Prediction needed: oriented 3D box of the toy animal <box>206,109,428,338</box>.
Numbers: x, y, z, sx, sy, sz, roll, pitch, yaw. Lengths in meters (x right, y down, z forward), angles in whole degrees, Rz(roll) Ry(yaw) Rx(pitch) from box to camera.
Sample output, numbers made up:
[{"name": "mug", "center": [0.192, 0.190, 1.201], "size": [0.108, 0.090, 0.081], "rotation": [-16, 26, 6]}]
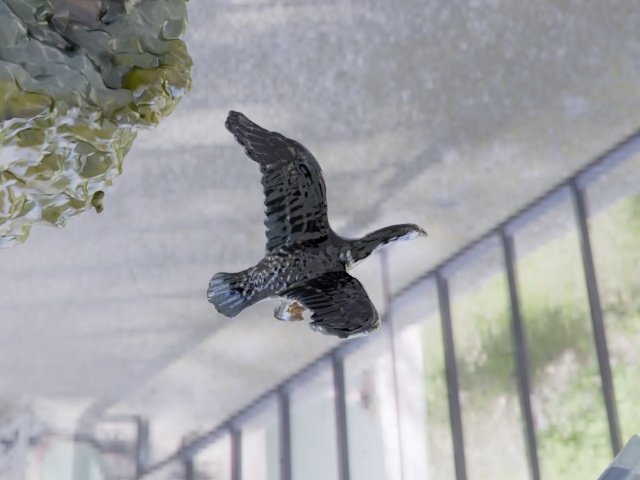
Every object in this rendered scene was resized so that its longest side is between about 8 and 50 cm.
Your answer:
[{"name": "toy animal", "center": [-0.003, 0.008, 1.505], "size": [0.197, 0.272, 0.160], "rotation": [0, 148, -38]}]

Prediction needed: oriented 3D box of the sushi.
[{"name": "sushi", "center": [-0.283, -0.168, 1.015], "size": [0.396, 0.351, 0.240], "rotation": [-1, 152, -45]}]

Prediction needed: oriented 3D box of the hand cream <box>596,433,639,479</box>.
[{"name": "hand cream", "center": [0.160, 0.247, 1.106], "size": [0.255, 0.079, 0.048], "rotation": [-52, 160, -4]}]
